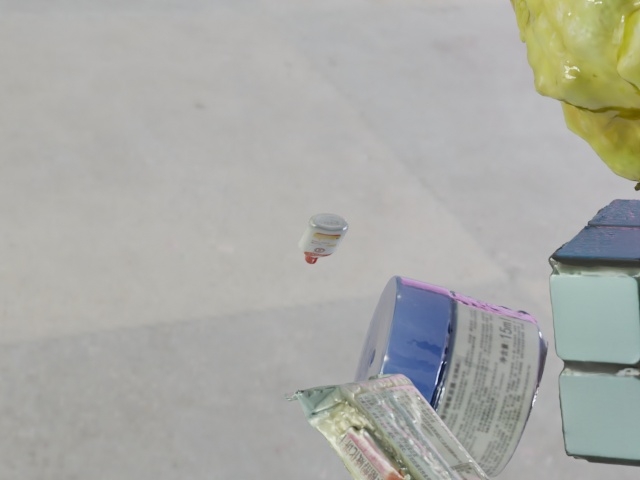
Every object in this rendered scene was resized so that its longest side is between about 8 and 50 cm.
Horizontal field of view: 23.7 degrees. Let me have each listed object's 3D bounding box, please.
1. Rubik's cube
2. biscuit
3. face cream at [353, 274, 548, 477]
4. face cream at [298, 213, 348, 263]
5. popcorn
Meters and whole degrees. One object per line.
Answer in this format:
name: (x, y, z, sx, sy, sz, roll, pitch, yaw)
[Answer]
Rubik's cube: (0.296, 0.072, 1.237, 0.167, 0.180, 0.183, 2, 17, 30)
biscuit: (0.108, 0.261, 1.683, 0.186, 0.079, 0.309, -6, 49, -51)
face cream: (0.175, 0.195, 2.141, 0.225, 0.249, 0.249, 17, 31, -5)
face cream: (0.000, 0.000, 1.487, 0.040, 0.083, 0.021, 5, 63, -12)
popcorn: (0.219, -0.116, 0.805, 0.249, 0.225, 0.249, -14, -2, -1)
